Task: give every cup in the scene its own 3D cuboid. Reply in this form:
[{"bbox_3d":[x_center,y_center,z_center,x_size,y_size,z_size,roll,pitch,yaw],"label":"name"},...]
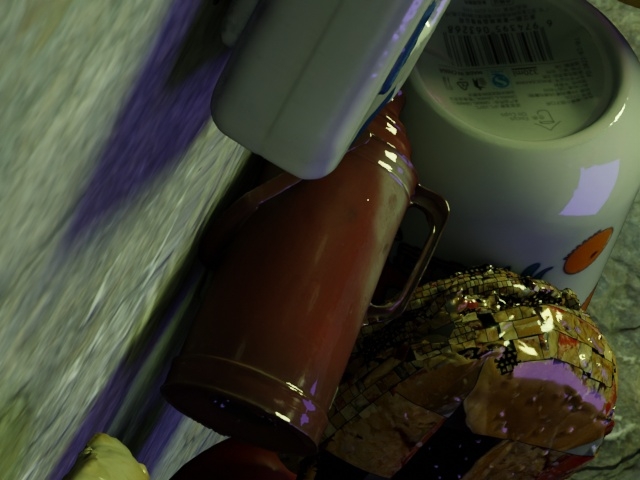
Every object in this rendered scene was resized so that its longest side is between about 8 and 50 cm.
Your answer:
[{"bbox_3d":[0.098,-0.024,1.213,0.212,0.212,0.317,-57,168,-35],"label":"cup"}]

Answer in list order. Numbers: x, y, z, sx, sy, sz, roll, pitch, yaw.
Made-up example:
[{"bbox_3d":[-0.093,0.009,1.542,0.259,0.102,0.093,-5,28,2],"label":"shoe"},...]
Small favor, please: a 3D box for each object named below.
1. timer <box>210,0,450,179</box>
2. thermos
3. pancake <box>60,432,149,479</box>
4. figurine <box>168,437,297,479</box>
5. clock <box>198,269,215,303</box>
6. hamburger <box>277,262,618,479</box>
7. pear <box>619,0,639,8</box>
[{"bbox_3d":[0.042,-0.157,0.709,0.253,0.078,0.178,-61,178,21],"label":"timer"},{"bbox_3d":[0.000,0.001,1.015,0.099,0.124,0.232,116,-3,-70],"label":"thermos"},{"bbox_3d":[-0.181,0.241,0.715,0.387,0.082,0.387,-56,176,-5],"label":"pancake"},{"bbox_3d":[-0.092,0.255,1.143,0.269,0.261,0.211,-45,136,-1],"label":"figurine"},{"bbox_3d":[-0.053,0.004,1.121,0.083,0.010,0.074,-56,174,-42],"label":"clock"},{"bbox_3d":[0.080,0.111,1.123,0.107,0.231,0.231,-108,-147,-41],"label":"hamburger"},{"bbox_3d":[0.260,-0.301,1.085,0.285,0.285,0.336,-48,153,-71],"label":"pear"}]
